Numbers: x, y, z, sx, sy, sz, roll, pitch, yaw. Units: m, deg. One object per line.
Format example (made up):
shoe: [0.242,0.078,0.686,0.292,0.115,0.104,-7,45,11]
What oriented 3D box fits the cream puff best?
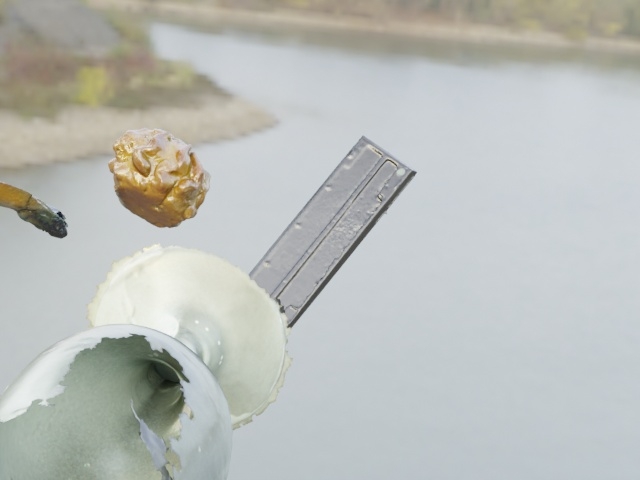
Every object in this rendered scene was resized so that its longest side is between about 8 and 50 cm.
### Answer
cream puff: [-0.173,-0.073,1.917,0.122,0.094,0.116,-1,-39,37]

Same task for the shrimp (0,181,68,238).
shrimp: [-0.357,-0.007,1.769,0.198,0.051,0.262,11,-26,-13]

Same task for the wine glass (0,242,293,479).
wine glass: [-0.107,0.102,1.029,0.143,0.143,0.321,7,15,5]

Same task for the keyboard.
keyboard: [0.000,0.000,1.519,0.063,0.198,0.010,35,-11,21]
